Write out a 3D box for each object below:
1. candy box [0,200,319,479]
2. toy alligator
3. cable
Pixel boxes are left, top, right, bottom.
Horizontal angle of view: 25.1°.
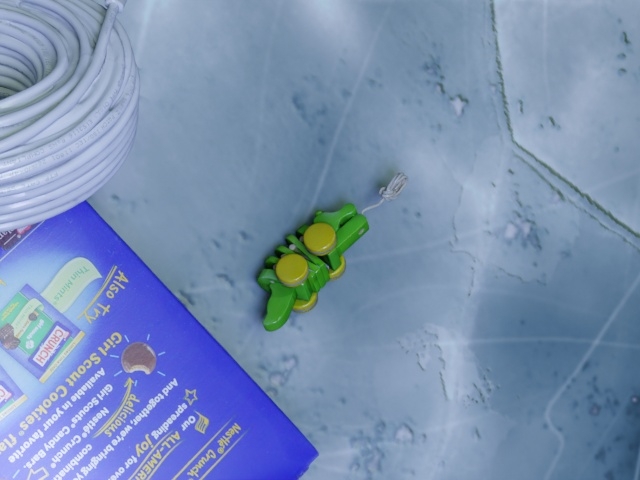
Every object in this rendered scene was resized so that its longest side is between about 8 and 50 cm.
[{"bbox_3d":[-0.208,0.150,1.123,0.268,0.122,0.317,-45,99,-19],"label":"candy box"},{"bbox_3d":[0.000,0.000,1.258,0.051,0.056,0.189,32,70,27],"label":"toy alligator"},{"bbox_3d":[-0.264,-0.108,1.078,0.257,0.089,0.257,-3,42,-7],"label":"cable"}]
